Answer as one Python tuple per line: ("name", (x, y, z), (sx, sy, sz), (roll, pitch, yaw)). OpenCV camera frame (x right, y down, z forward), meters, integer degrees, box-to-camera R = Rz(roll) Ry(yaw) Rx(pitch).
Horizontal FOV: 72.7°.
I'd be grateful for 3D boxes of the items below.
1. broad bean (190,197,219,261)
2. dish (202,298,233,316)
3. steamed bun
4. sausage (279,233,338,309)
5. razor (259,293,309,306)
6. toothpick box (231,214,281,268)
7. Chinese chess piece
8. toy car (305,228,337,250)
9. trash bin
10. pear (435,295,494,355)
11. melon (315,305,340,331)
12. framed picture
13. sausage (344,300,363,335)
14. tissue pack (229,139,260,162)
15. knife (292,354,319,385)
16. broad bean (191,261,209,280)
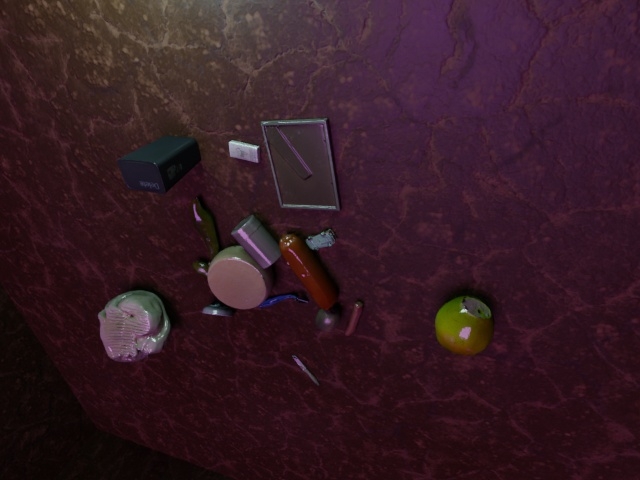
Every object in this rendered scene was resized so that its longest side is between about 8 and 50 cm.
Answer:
("broad bean", (-0.450, -0.025, 1.728), (0.075, 0.067, 0.325), (11, 126, 29))
("dish", (-0.456, 0.297, 1.964), (0.141, 0.078, 0.141), (8, 170, 1))
("steamed bun", (-0.891, 0.419, 2.153), (0.338, 0.247, 0.353), (-10, 96, 18))
("sausage", (-0.035, 0.119, 1.616), (0.093, 0.097, 0.349), (-18, 115, 43))
("razor", (-0.170, 0.250, 1.816), (0.253, 0.042, 0.082), (-13, 158, 34))
("toothpick box", (-0.234, 0.004, 1.619), (0.111, 0.111, 0.181), (-28, 109, 37))
("Chinese chess piece", (-0.318, 0.148, 1.740), (0.273, 0.102, 0.274), (5, 120, 10))
("toy car", (0.000, 0.000, 1.555), (0.121, 0.035, 0.059), (-16, 116, 44))
("trash bin", (-0.539, -0.267, 1.488), (0.165, 0.226, 0.115), (8, 127, 20))
("pear", (0.474, 0.293, 1.447), (0.187, 0.187, 0.220), (22, 124, 9))
("melon", (0.030, 0.311, 1.725), (0.097, 0.098, 0.131), (26, 132, 6))
("framed picture", (-0.061, -0.239, 1.418), (0.231, 0.024, 0.315), (5, 126, 22))
("sausage", (0.132, 0.309, 1.710), (0.043, 0.043, 0.186), (22, 129, 9))
("tissue pack", (-0.255, -0.299, 1.463), (0.108, 0.023, 0.056), (14, 128, 16))
("knife", (-0.068, 0.612, 2.048), (0.030, 0.014, 0.207), (-25, 109, 36))
("broad bean", (-0.416, 0.177, 1.870), (0.317, 0.056, 0.098), (28, 129, -1))
